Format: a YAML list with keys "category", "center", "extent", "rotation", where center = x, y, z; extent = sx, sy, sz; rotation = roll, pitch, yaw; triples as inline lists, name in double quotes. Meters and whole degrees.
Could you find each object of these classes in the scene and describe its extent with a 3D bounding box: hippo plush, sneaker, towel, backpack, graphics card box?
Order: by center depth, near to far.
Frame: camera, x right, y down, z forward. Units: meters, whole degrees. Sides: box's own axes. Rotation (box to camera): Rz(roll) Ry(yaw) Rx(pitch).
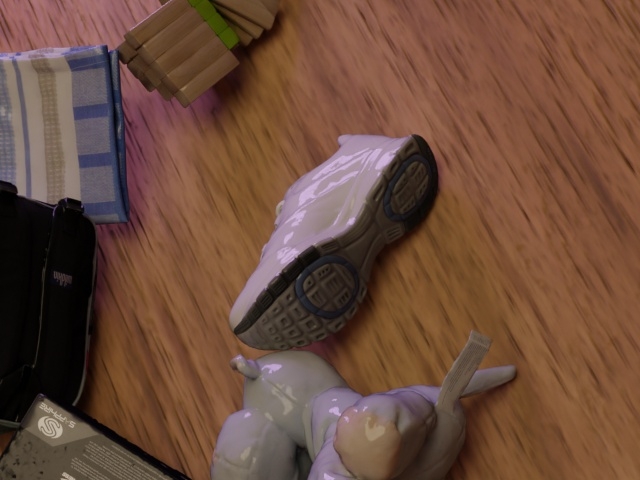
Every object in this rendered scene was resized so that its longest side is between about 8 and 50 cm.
- category: "hippo plush"
  center: [0.003, 0.185, 1.814]
  extent: [0.236, 0.234, 0.294]
  rotation: [21, 79, 27]
- category: "graphics card box"
  center: [-0.280, 0.371, 1.896]
  extent: [0.232, 0.094, 0.371]
  rotation: [29, 86, 14]
- category: "sneaker"
  center: [0.000, 0.000, 1.958]
  extent: [0.129, 0.111, 0.297]
  rotation: [16, 54, 43]
- category: "backpack"
  center: [-0.362, 0.084, 2.011]
  extent: [0.191, 0.225, 0.254]
  rotation: [-17, 67, 39]
- category: "towel"
  center: [-0.345, -0.114, 2.126]
  extent: [0.285, 0.034, 0.209]
  rotation: [-2, 95, 29]

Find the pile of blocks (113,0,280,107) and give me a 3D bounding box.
- category: "pile of blocks"
  center: [-0.127, -0.304, 2.152]
  extent: [0.112, 0.149, 0.362]
  rotation: [-27, 39, 60]
